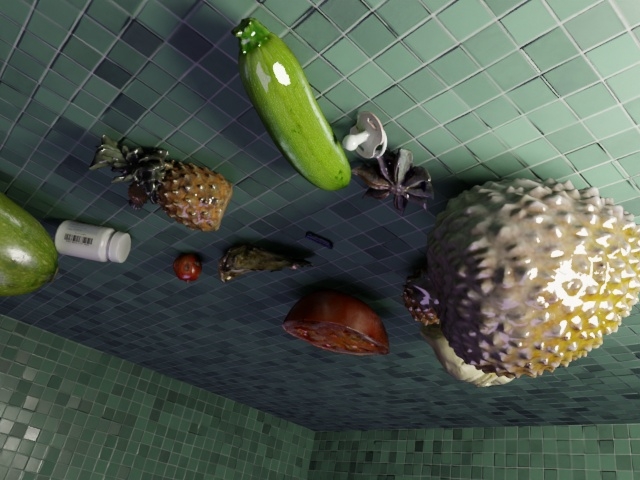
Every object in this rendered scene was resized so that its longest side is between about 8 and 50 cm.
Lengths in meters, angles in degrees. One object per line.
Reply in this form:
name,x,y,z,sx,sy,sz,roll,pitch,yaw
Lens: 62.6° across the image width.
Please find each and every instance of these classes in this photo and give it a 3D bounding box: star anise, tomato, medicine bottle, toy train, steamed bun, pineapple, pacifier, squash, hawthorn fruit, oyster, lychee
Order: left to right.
squash,-0.874,0.039,1.397,0.309,0.310,0.310,35,147,-4
medicine bottle,-0.658,0.005,1.524,0.186,0.103,0.103,10,150,3
pineapple,-0.456,-0.110,1.321,0.058,0.058,0.124,21,163,-16
pineapple,-0.354,-0.128,1.171,0.310,0.141,0.170,24,174,-6
hawthorn fruit,-0.399,0.086,1.580,0.093,0.093,0.093,9,150,5
oyster,-0.162,0.059,1.471,0.294,0.094,0.166,-4,166,8
squash,-0.047,-0.216,0.926,0.107,0.107,0.395,-3,147,24
toy train,0.000,0.000,1.361,0.083,0.017,0.017,24,141,-19
tomato,0.053,0.246,1.634,0.338,0.144,0.338,12,154,6
pacifier,0.076,-0.184,0.958,0.081,0.078,0.099,55,149,14
star anise,0.148,-0.121,1.058,0.180,0.061,0.204,2,147,31
pineapple,0.296,0.125,1.338,0.166,0.166,0.193,18,140,-11
steamed bun,0.448,0.262,1.397,0.203,0.289,0.276,63,172,-12
lychee,0.383,0.065,0.996,0.432,0.380,0.380,-11,145,14
